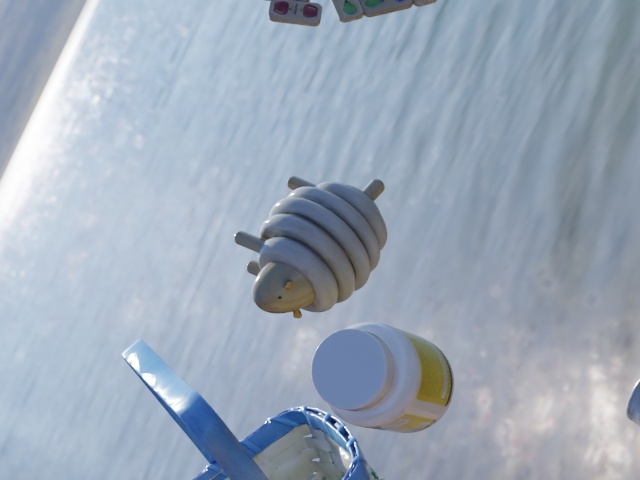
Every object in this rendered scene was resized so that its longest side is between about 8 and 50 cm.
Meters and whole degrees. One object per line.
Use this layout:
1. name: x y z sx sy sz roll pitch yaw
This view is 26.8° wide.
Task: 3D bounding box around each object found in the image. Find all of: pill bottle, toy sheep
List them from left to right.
1. toy sheep: 0.000 0.000 0.921 0.132 0.091 0.091 -50 7 -24
2. pill bottle: 0.037 0.084 0.829 0.065 0.065 0.116 -65 -23 -1

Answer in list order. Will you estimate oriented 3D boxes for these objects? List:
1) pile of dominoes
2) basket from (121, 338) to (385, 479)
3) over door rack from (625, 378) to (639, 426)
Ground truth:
1. pile of dominoes: 0.001 -0.353 1.531 0.040 0.196 0.251 95 156 -59
2. basket: -0.062 0.221 1.196 0.201 0.289 0.255 -42 21 -8
3. over door rack: 0.347 0.032 0.716 0.239 0.108 0.324 39 107 36
